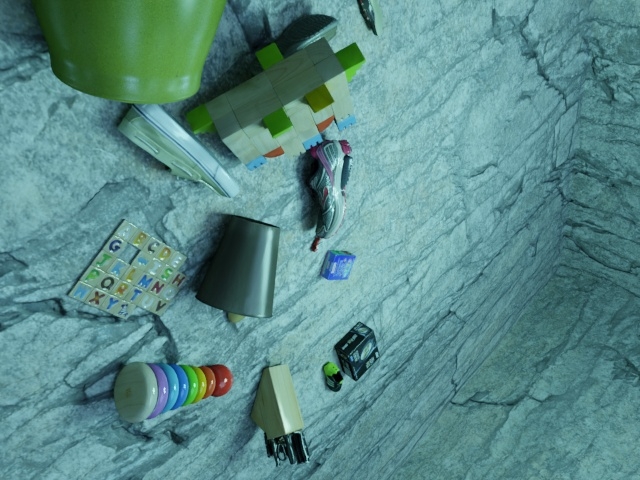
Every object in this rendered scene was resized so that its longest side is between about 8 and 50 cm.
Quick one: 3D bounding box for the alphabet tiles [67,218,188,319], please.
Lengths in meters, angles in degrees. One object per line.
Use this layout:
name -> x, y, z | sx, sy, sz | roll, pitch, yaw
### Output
alphabet tiles -> -0.421, 0.087, 1.119 | 0.198, 0.009, 0.237 | -56, 140, -7

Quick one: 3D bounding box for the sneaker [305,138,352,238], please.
sneaker -> 0.011, -0.146, 1.386 | 0.111, 0.121, 0.300 | -2, 117, -15

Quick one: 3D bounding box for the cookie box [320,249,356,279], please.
cookie box -> 0.059, 0.082, 1.608 | 0.107, 0.040, 0.092 | 4, 109, -48

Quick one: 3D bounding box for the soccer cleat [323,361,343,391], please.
soccer cleat -> 0.058, 0.532, 1.840 | 0.060, 0.072, 0.179 | -39, 136, -25

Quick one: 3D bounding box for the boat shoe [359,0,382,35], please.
boat shoe -> 0.136, -0.610, 1.294 | 0.049, 0.041, 0.133 | -64, 145, -30

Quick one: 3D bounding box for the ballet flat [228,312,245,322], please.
ballet flat -> -0.193, 0.137, 1.341 | 0.080, 0.073, 0.233 | 7, 107, -50

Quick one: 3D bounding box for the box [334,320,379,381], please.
box -> 0.145, 0.430, 1.872 | 0.147, 0.077, 0.180 | -40, 136, -26

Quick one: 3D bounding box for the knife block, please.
knife block -> -0.109, 0.572, 1.550 | 0.088, 0.242, 0.276 | 2, 110, -48

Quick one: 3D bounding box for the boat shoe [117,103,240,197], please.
boat shoe -> -0.297, -0.181, 1.043 | 0.094, 0.109, 0.302 | -43, 130, 2

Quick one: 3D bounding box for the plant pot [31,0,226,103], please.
plant pot -> -0.292, -0.416, 0.738 | 0.366, 0.366, 0.353 | -17, 135, -40

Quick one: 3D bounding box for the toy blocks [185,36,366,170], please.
toy blocks -> -0.075, -0.285, 1.114 | 0.381, 0.191, 0.261 | -28, 165, 3

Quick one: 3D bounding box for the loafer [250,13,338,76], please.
loafer -> -0.057, -0.445, 1.151 | 0.251, 0.094, 0.087 | -40, 146, -11

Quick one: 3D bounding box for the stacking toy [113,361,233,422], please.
stacking toy -> -0.363, 0.382, 1.274 | 0.330, 0.141, 0.141 | 16, 100, -57

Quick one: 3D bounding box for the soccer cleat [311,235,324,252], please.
soccer cleat -> 0.000, 0.000, 1.509 | 0.035, 0.029, 0.083 | 18, 101, -59

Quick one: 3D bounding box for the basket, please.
basket -> -0.190, 0.060, 1.235 | 0.154, 0.204, 0.227 | -79, -175, -86
